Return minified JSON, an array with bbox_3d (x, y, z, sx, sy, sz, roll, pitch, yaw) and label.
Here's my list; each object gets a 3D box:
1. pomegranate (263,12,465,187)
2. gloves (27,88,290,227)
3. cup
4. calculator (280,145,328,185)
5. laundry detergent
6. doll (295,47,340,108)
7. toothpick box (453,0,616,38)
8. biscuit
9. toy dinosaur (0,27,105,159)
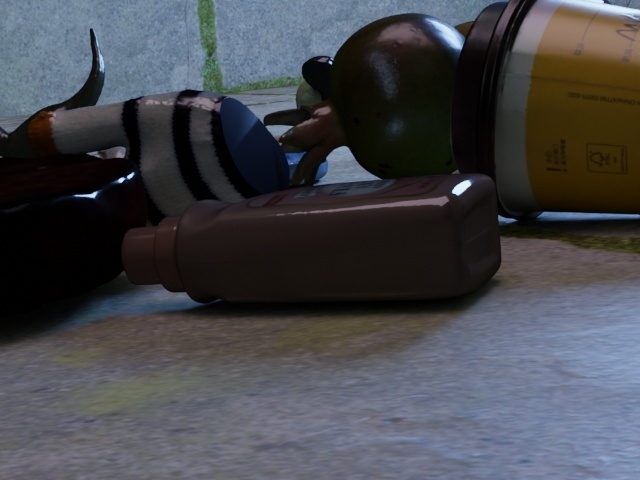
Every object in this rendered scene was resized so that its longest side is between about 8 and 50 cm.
[{"bbox_3d":[0.058,-0.131,1.729,0.224,0.181,0.181,-21,9,-3],"label":"pomegranate"},{"bbox_3d":[-0.144,-0.049,1.387,0.219,0.131,0.140,-20,-14,27],"label":"gloves"},{"bbox_3d":[0.255,-0.100,1.350,0.280,0.196,0.196,8,13,26],"label":"cup"},{"bbox_3d":[-0.095,-0.078,1.856,0.210,0.039,0.121,-2,7,22],"label":"calculator"},{"bbox_3d":[0.000,0.000,1.140,0.237,0.076,0.171,-4,7,20],"label":"laundry detergent"},{"bbox_3d":[0.061,-0.215,2.409,0.234,0.135,0.143,-4,13,36],"label":"doll"},{"bbox_3d":[0.240,-0.195,1.996,0.192,0.192,0.294,-8,4,-23],"label":"toothpick box"},{"bbox_3d":[-0.321,0.010,1.195,0.408,0.091,0.407,-5,10,1],"label":"biscuit"},{"bbox_3d":[-0.350,-0.158,2.065,0.187,0.178,0.087,-6,7,8],"label":"toy dinosaur"}]
